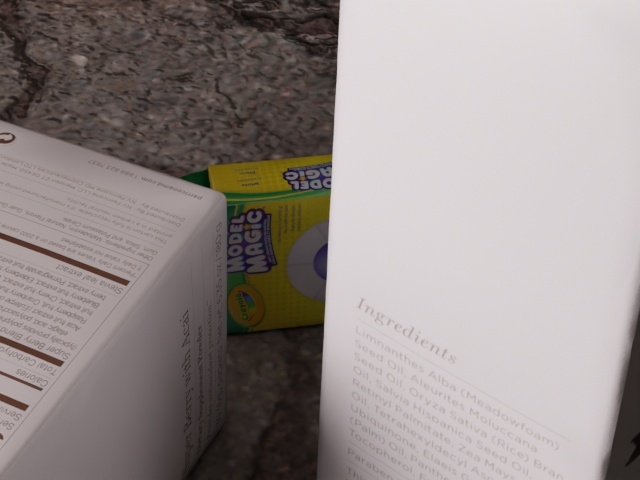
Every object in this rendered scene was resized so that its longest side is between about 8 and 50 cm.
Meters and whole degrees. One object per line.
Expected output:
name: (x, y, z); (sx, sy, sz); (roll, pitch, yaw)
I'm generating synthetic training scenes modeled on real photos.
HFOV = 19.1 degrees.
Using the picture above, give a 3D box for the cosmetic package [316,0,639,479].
cosmetic package: (0.132, -0.021, 0.886); (0.161, 0.453, 0.230); (29, 49, 27)

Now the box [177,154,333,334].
box: (0.000, 0.000, 1.118); (0.179, 0.105, 0.043); (-5, 41, -7)

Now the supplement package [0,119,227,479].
supplement package: (-0.186, 0.100, 0.941); (0.175, 0.177, 0.293); (19, 45, 17)
